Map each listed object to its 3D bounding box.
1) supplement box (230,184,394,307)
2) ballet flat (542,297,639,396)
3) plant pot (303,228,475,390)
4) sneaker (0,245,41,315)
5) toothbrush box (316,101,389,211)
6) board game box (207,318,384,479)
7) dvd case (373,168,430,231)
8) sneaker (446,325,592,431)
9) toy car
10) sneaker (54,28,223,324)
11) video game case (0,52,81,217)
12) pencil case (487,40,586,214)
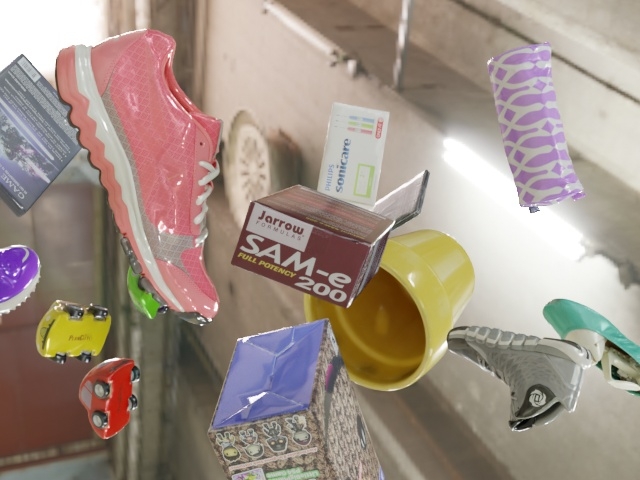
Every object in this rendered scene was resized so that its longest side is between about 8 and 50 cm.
[{"bbox_3d":[0.000,0.000,1.114,0.239,0.130,0.073,-31,141,-78],"label":"supplement box"},{"bbox_3d":[0.472,0.186,1.711,0.083,0.247,0.087,-43,-159,43],"label":"ballet flat"},{"bbox_3d":[0.140,0.094,1.772,0.254,0.239,0.254,18,-58,32],"label":"plant pot"},{"bbox_3d":[-0.534,0.046,1.501,0.102,0.293,0.146,21,-56,31],"label":"sneaker"},{"bbox_3d":[0.056,-0.127,2.127,0.283,0.122,0.206,97,2,-72],"label":"toothbrush box"},{"bbox_3d":[-0.022,0.297,1.412,0.232,0.141,0.291,-78,152,-63],"label":"board game box"},{"bbox_3d":[0.152,-0.058,2.330,0.221,0.018,0.165,-33,-157,33],"label":"dvd case"},{"bbox_3d":[0.261,0.197,1.445,0.228,0.086,0.132,3,-107,44],"label":"sneaker"},{"bbox_3d":[-0.227,0.086,1.182,0.053,0.225,0.239,23,-29,24],"label":"toy car"},{"bbox_3d":[-0.149,-0.064,1.034,0.116,0.136,0.314,-107,175,-77],"label":"sneaker"},{"bbox_3d":[-0.522,-0.189,1.793,0.026,0.274,0.196,-26,-66,31],"label":"video game case"},{"bbox_3d":[0.268,-0.139,1.268,0.086,0.088,0.206,168,-91,-71],"label":"pencil case"}]
